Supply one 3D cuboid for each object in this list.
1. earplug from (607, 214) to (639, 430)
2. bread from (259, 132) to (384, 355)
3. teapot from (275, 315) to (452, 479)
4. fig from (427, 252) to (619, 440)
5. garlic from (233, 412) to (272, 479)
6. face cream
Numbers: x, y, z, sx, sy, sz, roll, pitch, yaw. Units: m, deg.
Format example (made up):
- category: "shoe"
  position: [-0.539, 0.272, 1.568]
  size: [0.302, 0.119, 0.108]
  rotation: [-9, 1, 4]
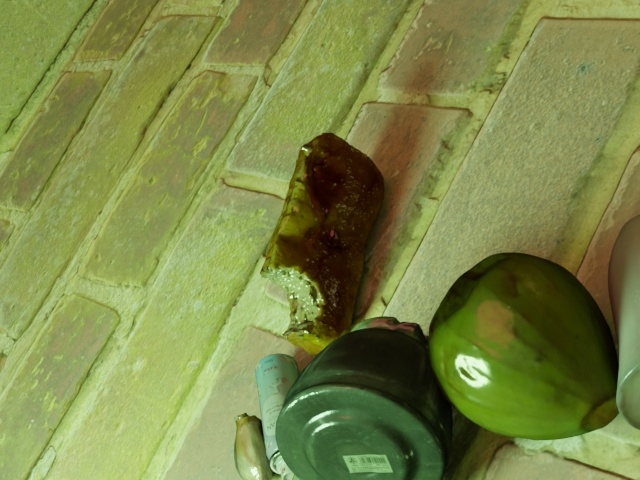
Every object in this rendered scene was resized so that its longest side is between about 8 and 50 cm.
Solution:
- category: "earplug"
  position: [0.441, 0.082, 1.474]
  size: [0.172, 0.172, 0.301]
  rotation: [-30, 35, 25]
- category: "bread"
  position: [0.000, 0.000, 1.964]
  size: [0.109, 0.185, 0.380]
  rotation: [-18, 48, 45]
- category: "teapot"
  position: [0.080, 0.260, 1.663]
  size: [0.240, 0.321, 0.239]
  rotation: [11, 38, 13]
- category: "fig"
  position: [0.280, 0.147, 1.515]
  size: [0.271, 0.239, 0.239]
  rotation: [32, 84, 36]
- category: "garlic"
  position: [-0.111, 0.351, 1.868]
  size: [0.066, 0.084, 0.152]
  rotation: [-20, 58, 10]
- category: "face cream"
  position: [-0.058, 0.290, 1.868]
  size: [0.075, 0.075, 0.229]
  rotation: [-35, 40, 20]
